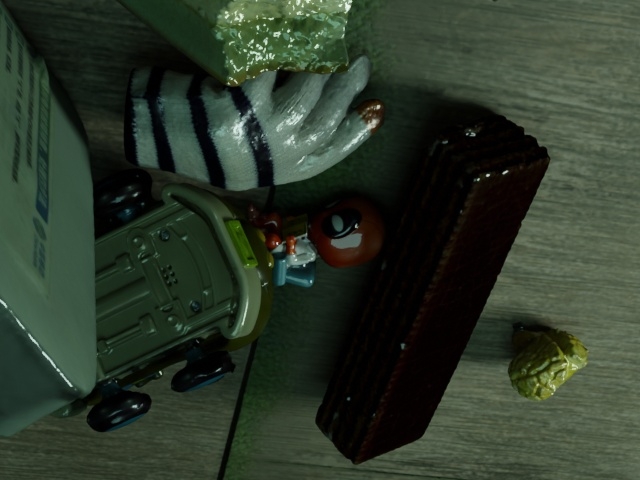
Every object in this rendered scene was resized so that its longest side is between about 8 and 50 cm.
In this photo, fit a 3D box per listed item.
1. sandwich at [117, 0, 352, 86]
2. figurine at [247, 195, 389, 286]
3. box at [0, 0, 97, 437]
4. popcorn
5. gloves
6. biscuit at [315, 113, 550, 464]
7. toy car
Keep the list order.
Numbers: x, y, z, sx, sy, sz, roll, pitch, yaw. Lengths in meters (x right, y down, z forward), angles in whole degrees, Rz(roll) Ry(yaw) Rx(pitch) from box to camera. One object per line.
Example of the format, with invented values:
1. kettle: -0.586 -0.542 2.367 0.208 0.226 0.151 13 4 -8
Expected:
1. sandwich: -0.084 -0.212 1.289 0.220 0.186 0.108 4 125 -9
2. figurine: 0.000 0.000 1.540 0.140 0.068 0.075 -4 126 -1
3. box: -0.300 -0.099 1.221 0.111 0.396 0.396 -24 126 11
4. popcorn: 0.223 0.116 1.662 0.084 0.084 0.084 -3 129 -4
5. gloves: -0.054 -0.104 1.417 0.219 0.131 0.140 6 131 1
6. biscuit: 0.102 0.053 1.564 0.107 0.073 0.388 -16 138 -40
7. toy car: -0.157 0.051 1.497 0.248 0.198 0.204 -26 84 15
